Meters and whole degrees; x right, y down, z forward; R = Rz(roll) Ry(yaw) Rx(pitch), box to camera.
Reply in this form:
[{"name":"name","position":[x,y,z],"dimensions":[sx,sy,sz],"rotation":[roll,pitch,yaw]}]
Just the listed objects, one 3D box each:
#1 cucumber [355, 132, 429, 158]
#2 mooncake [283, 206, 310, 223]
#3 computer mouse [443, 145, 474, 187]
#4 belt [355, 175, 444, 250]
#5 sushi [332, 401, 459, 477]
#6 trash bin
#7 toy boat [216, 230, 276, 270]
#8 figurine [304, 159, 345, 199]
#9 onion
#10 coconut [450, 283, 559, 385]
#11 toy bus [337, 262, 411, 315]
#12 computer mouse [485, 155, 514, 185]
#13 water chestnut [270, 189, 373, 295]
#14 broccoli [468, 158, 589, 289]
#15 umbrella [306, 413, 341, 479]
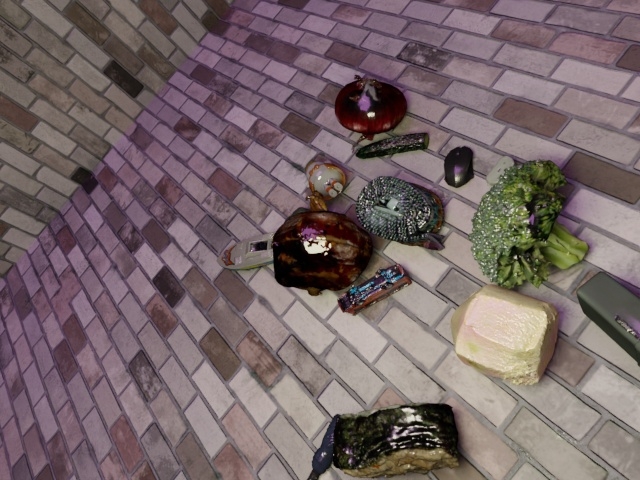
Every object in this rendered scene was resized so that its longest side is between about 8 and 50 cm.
[{"name":"cucumber","position":[0.253,-0.346,1.792],"dimensions":[0.294,0.067,0.067],"rotation":[-5,63,31]},{"name":"mooncake","position":[-0.062,-0.037,1.800],"dimensions":[0.175,0.104,0.168],"rotation":[5,74,38]},{"name":"computer mouse","position":[0.456,-0.253,1.614],"dimensions":[0.099,0.057,0.172],"rotation":[-3,60,33]},{"name":"belt","position":[0.271,-0.092,1.575],"dimensions":[0.295,0.161,0.206],"rotation":[17,94,39]},{"name":"sushi","position":[0.191,0.522,1.265],"dimensions":[0.350,0.211,0.170],"rotation":[-21,60,28]},{"name":"trash bin","position":[0.721,0.196,1.123],"dimensions":[0.101,0.177,0.236],"rotation":[-42,47,8]},{"name":"toy boat","position":[-0.289,0.054,1.899],"dimensions":[0.296,0.088,0.129],"rotation":[-13,58,26]},{"name":"figurine","position":[0.002,-0.243,1.845],"dimensions":[0.143,0.143,0.271],"rotation":[-45,50,4]},{"name":"onion","position":[0.186,-0.475,1.839],"dimensions":[0.274,0.284,0.273],"rotation":[0,35,0]},{"name":"coconut","position":[0.452,0.235,1.236],"dimensions":[0.245,0.233,0.233],"rotation":[13,72,35]},{"name":"toy bus","position":[0.170,0.159,1.543],"dimensions":[0.235,0.096,0.073],"rotation":[-32,53,13]},{"name":"computer mouse","position":[0.569,-0.215,1.539],"dimensions":[0.110,0.032,0.056],"rotation":[-52,48,11]},{"name":"water chestnut","position":[0.000,0.000,1.589],"dimensions":[0.336,0.335,0.346],"rotation":[-6,66,30]},{"name":"broccoli","position":[0.543,-0.041,1.307],"dimensions":[0.317,0.339,0.277],"rotation":[57,131,18]},{"name":"umbrella","position":[0.017,0.626,1.411],"dimensions":[0.071,0.071,0.248],"rotation":[19,80,38]}]
